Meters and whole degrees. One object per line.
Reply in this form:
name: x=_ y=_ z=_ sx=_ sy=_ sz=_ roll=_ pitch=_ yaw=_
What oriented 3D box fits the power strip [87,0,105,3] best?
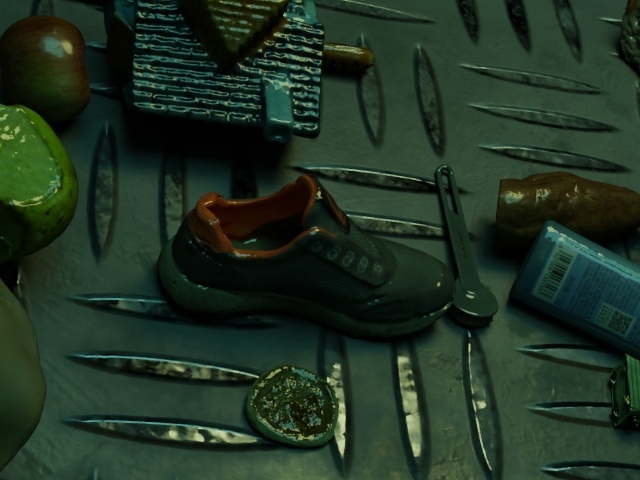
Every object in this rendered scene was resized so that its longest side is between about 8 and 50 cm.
power strip: x=-0.332 y=-0.433 z=2.010 sx=0.257 sy=0.092 sz=0.251 roll=12 pitch=41 yaw=-15

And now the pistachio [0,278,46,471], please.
pistachio: x=-0.438 y=0.149 z=1.268 sx=0.445 sy=0.281 sz=0.365 roll=-26 pitch=75 yaw=-39

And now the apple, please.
apple: x=-0.321 y=-0.198 z=1.764 sx=0.102 sy=0.126 sz=0.126 roll=-7 pitch=50 yaw=-11

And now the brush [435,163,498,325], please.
brush: x=0.166 y=0.002 z=1.828 sx=0.062 sy=0.027 sz=0.266 roll=9 pitch=41 yaw=-13

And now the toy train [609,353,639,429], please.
toy train: x=0.358 y=0.176 z=1.719 sx=0.056 sy=0.038 sz=0.093 roll=19 pitch=43 yaw=-11

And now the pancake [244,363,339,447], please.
pancake: x=-0.029 y=0.172 z=1.590 sx=0.108 sy=0.017 sz=0.108 roll=13 pitch=47 yaw=-14

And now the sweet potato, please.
sweet potato: x=0.307 y=-0.037 z=1.869 sx=0.251 sy=0.097 sz=0.097 roll=-3 pitch=49 yaw=-29

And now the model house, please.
model house: x=-0.127 y=-0.232 z=1.797 sx=0.261 sy=0.226 sz=0.241 roll=5 pitch=47 yaw=-13

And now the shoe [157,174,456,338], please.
shoe: x=0.000 y=0.000 z=1.656 sx=0.336 sy=0.171 sz=0.132 roll=6 pitch=45 yaw=-15

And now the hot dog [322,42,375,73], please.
hot dog: x=0.014 y=-0.239 z=1.989 sx=0.122 sy=0.049 sz=0.037 roll=5 pitch=83 yaw=-10

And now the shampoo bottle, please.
shampoo bottle: x=0.357 y=0.077 z=1.772 sx=0.258 sy=0.104 sz=0.061 roll=27 pitch=7 yaw=6

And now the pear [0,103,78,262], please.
pear: x=-0.389 y=-0.044 z=1.561 sx=0.255 sy=0.238 sz=0.164 roll=9 pitch=69 yaw=-46

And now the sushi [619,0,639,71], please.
sushi: x=0.528 y=-0.278 z=2.154 sx=0.126 sy=0.136 sz=0.225 roll=0 pitch=43 yaw=-32
